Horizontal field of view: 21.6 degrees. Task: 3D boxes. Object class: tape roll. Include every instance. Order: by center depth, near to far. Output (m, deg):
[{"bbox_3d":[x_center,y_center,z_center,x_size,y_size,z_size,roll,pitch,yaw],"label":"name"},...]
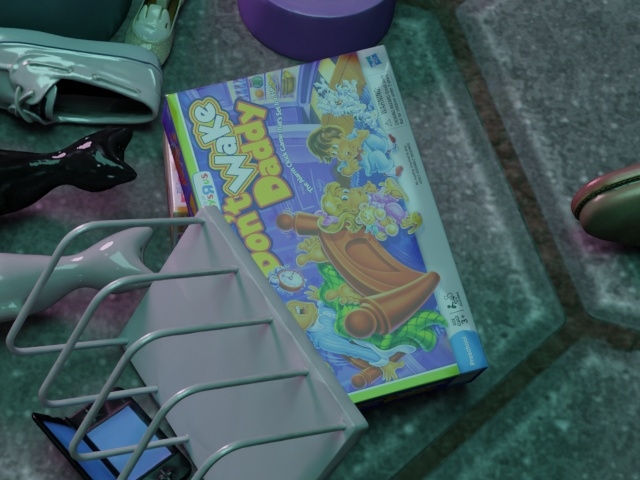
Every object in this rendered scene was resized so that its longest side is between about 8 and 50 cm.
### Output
[{"bbox_3d":[-0.002,-0.304,1.954,0.189,0.080,0.189,3,54,-4],"label":"tape roll"}]

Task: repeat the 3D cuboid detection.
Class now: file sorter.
[{"bbox_3d":[-0.133,0.136,1.525,0.173,0.193,0.278,-5,49,-45],"label":"file sorter"}]

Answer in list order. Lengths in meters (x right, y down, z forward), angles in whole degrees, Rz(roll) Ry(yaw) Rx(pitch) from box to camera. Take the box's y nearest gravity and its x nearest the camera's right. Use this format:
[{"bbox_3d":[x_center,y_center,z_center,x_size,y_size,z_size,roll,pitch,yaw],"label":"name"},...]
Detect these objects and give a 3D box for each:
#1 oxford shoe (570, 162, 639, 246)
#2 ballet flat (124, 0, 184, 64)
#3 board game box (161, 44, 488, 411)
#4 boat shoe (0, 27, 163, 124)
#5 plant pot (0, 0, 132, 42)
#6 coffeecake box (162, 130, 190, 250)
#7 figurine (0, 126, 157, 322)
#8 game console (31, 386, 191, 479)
[{"bbox_3d":[0.440,-0.006,1.772,0.348,0.123,0.130,2,60,-3],"label":"oxford shoe"},{"bbox_3d":[-0.189,-0.266,1.923,0.057,0.052,0.168,11,55,1],"label":"ballet flat"},{"bbox_3d":[0.000,0.000,1.669,0.233,0.078,0.347,-15,77,-12],"label":"board game box"},{"bbox_3d":[-0.300,-0.171,1.819,0.258,0.095,0.084,-1,51,-5],"label":"boat shoe"},{"bbox_3d":[-0.356,-0.368,1.866,0.293,0.235,0.293,3,55,-4],"label":"plant pot"},{"bbox_3d":[-0.071,-0.066,1.780,0.185,0.068,0.142,-2,51,-9],"label":"coffeecake box"},{"bbox_3d":[-0.276,-0.015,1.697,0.209,0.092,0.215,-13,58,-5],"label":"figurine"},{"bbox_3d":[-0.196,0.193,1.589,0.107,0.071,0.122,-34,65,-25],"label":"game console"}]
